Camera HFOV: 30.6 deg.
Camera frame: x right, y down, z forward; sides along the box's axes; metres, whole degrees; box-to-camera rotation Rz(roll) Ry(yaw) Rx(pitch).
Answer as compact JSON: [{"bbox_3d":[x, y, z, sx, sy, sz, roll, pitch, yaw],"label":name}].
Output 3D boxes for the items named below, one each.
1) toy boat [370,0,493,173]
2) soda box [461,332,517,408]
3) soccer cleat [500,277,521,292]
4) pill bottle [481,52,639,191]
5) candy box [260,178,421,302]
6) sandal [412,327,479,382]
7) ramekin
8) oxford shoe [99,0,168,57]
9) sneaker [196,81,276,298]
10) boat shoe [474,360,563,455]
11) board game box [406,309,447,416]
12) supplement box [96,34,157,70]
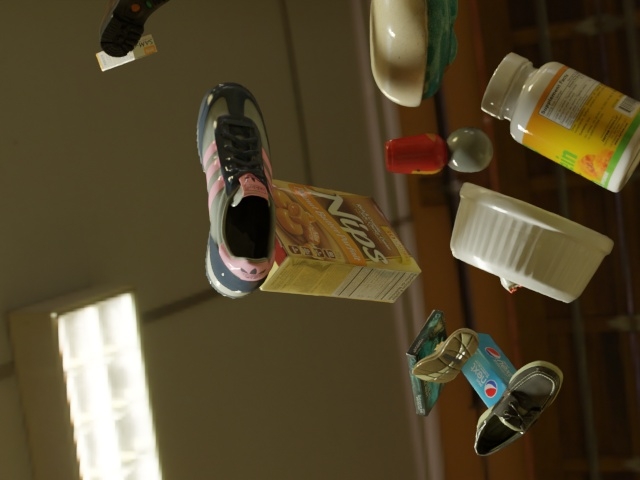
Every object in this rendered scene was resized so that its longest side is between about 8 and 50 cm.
[{"bbox_3d":[0.153,-0.238,1.657,0.267,0.148,0.318,90,175,-70],"label":"toy boat"},{"bbox_3d":[0.350,0.276,2.354,0.071,0.067,0.210,10,-149,-35],"label":"soda box"},{"bbox_3d":[0.456,0.080,2.780,0.076,0.068,0.196,62,-169,9],"label":"soccer cleat"},{"bbox_3d":[0.375,-0.187,1.778,0.136,0.245,0.136,-52,-18,-25],"label":"pill bottle"},{"bbox_3d":[0.000,0.000,1.910,0.316,0.087,0.183,7,-138,-45],"label":"candy box"},{"bbox_3d":[0.240,0.211,2.194,0.072,0.180,0.049,29,-137,-10],"label":"sandal"},{"bbox_3d":[0.346,0.008,1.977,0.273,0.273,0.127,15,-83,-62],"label":"ramekin"},{"bbox_3d":[-0.301,-0.420,1.950,0.083,0.227,0.096,31,-158,-35],"label":"oxford shoe"},{"bbox_3d":[-0.105,-0.086,1.649,0.112,0.131,0.319,-2,-104,-21],"label":"sneaker"},{"bbox_3d":[0.323,0.284,1.926,0.080,0.223,0.073,32,-137,-2],"label":"boat shoe"},{"bbox_3d":[0.218,0.244,2.322,0.126,0.026,0.186,-53,-34,-35],"label":"board game box"},{"bbox_3d":[-0.364,-0.353,2.198,0.062,0.098,0.036,-32,-74,-48],"label":"supplement box"}]
